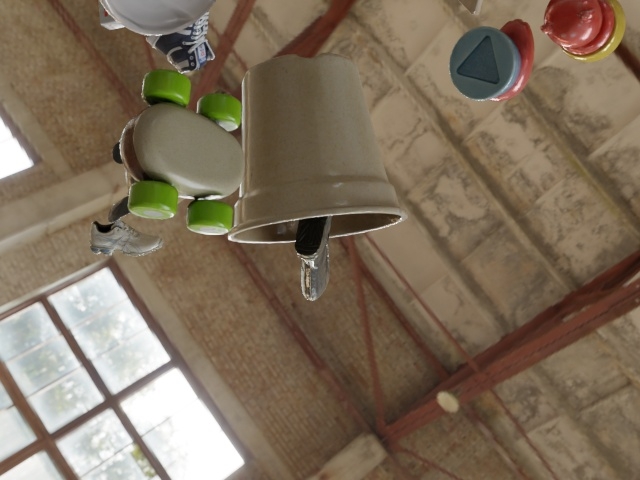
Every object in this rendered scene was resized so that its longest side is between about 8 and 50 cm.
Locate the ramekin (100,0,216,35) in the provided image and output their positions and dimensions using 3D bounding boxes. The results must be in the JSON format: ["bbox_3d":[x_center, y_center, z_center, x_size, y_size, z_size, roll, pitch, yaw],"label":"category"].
[{"bbox_3d":[-0.298,-0.511,1.421,0.127,0.272,0.273,40,-41,35],"label":"ramekin"}]

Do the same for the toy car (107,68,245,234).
[{"bbox_3d":[-0.195,-0.086,0.936,0.188,0.149,0.155,-10,-109,42],"label":"toy car"}]

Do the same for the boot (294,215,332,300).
[{"bbox_3d":[-0.002,-0.001,1.572,0.076,0.190,0.208,14,-21,16],"label":"boot"}]

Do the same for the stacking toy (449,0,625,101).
[{"bbox_3d":[0.340,-0.408,1.431,0.308,0.130,0.280,-26,-100,37],"label":"stacking toy"}]

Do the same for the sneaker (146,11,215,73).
[{"bbox_3d":[-0.301,-0.518,1.961,0.153,0.099,0.282,50,-45,-4],"label":"sneaker"}]

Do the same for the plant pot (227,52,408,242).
[{"bbox_3d":[-0.021,-0.170,1.509,0.333,0.333,0.306,-14,-100,52],"label":"plant pot"}]

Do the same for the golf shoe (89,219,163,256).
[{"bbox_3d":[-0.469,-0.010,1.945,0.069,0.176,0.086,-102,-168,-61],"label":"golf shoe"}]

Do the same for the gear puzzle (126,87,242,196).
[{"bbox_3d":[-0.308,-0.201,1.838,0.044,0.339,0.175,47,-3,-35],"label":"gear puzzle"}]

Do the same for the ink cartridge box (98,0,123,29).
[{"bbox_3d":[-0.367,-0.518,1.646,0.179,0.045,0.146,-8,-98,19],"label":"ink cartridge box"}]
